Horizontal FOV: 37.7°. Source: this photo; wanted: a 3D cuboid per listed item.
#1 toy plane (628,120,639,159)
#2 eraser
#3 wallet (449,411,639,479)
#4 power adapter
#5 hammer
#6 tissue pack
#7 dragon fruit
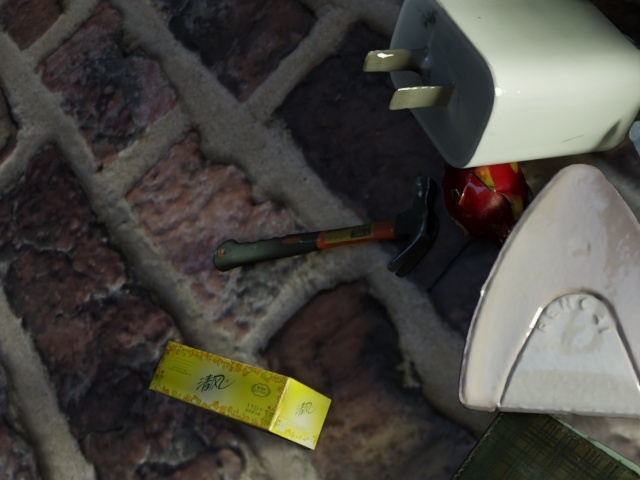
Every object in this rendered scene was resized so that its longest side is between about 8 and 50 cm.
[{"bbox_3d":[0.361,0.008,0.839,0.212,0.088,0.267,13,75,22],"label":"toy plane"},{"bbox_3d":[0.243,0.046,0.884,0.204,0.059,0.243,0,69,25],"label":"eraser"},{"bbox_3d":[0.147,0.300,0.835,0.169,0.044,0.317,31,78,43],"label":"wallet"},{"bbox_3d":[0.167,-0.167,0.938,0.255,0.124,0.187,-9,49,-24],"label":"power adapter"},{"bbox_3d":[0.000,0.000,1.099,0.288,0.033,0.111,-9,62,28],"label":"hammer"},{"bbox_3d":[-0.088,0.168,1.029,0.176,0.095,0.062,12,74,35],"label":"tissue pack"},{"bbox_3d":[0.184,-0.024,0.969,0.094,0.094,0.190,-30,66,16],"label":"dragon fruit"}]
